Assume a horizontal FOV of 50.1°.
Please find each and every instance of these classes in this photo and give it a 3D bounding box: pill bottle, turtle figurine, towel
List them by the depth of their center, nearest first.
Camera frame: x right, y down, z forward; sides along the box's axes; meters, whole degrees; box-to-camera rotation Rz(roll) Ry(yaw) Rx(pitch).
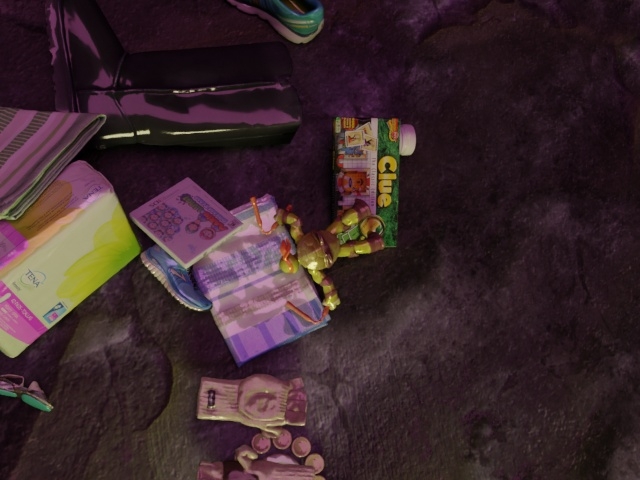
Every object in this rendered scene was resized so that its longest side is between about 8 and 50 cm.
[{"bbox_3d":[-0.545,-0.141,1.132,0.325,0.038,0.247,9,52,29],"label":"towel"},{"bbox_3d":[0.000,0.000,1.286,0.217,0.087,0.269,-27,84,-18],"label":"turtle figurine"},{"bbox_3d":[-0.125,0.070,1.303,0.209,0.034,0.285,-23,82,-19],"label":"towel"},{"bbox_3d":[0.115,-0.206,1.414,0.152,0.086,0.086,-3,76,-15],"label":"pill bottle"}]

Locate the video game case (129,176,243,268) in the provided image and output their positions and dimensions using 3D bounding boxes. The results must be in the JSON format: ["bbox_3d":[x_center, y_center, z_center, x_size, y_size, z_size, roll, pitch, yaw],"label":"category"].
[{"bbox_3d":[-0.248,-0.036,1.268,0.157,0.019,0.143,39,55,19],"label":"video game case"}]

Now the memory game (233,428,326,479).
[{"bbox_3d":[-0.077,0.432,1.226,0.186,0.012,0.186,4,73,-14],"label":"memory game"}]

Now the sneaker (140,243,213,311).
[{"bbox_3d":[-0.252,0.064,1.246,0.073,0.063,0.162,-44,90,-4],"label":"sneaker"}]

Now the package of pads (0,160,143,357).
[{"bbox_3d":[-0.449,0.031,1.118,0.101,0.229,0.296,39,67,18],"label":"package of pads"}]

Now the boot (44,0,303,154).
[{"bbox_3d":[-0.277,-0.355,1.316,0.445,0.146,0.366,-7,87,-13],"label":"boot"}]

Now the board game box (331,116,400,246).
[{"bbox_3d":[0.089,-0.114,1.361,0.136,0.030,0.259,-3,99,-17],"label":"board game box"}]

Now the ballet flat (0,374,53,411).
[{"bbox_3d":[-0.500,0.251,1.153,0.114,0.041,0.041,22,71,-9],"label":"ballet flat"}]

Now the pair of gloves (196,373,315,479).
[{"bbox_3d":[-0.116,0.358,1.208,0.204,0.042,0.240,-1,73,-11],"label":"pair of gloves"}]

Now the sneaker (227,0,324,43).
[{"bbox_3d":[-0.109,-0.529,1.433,0.275,0.110,0.107,30,70,-5],"label":"sneaker"}]
